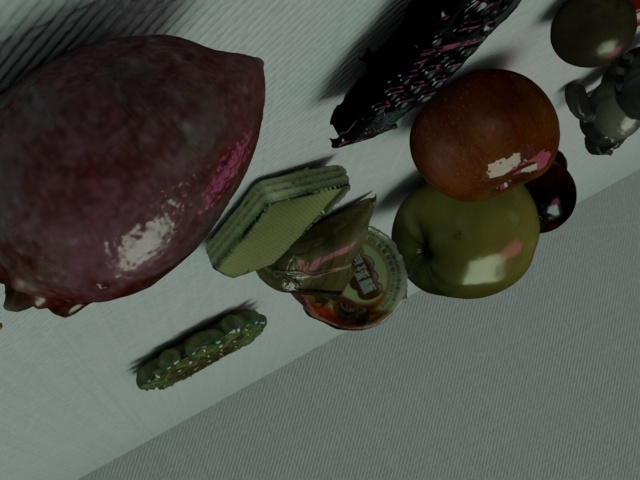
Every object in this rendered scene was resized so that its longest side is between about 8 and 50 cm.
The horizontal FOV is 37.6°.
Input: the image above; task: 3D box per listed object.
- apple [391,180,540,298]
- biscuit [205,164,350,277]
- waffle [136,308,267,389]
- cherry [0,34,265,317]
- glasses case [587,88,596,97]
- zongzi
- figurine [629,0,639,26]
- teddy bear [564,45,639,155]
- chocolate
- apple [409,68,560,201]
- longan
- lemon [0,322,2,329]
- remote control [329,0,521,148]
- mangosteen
[{"bbox_3d":[0.260,-0.011,1.693,0.262,0.262,0.262,-29,168,-7],"label":"apple"},{"bbox_3d":[-0.074,-0.021,1.311,0.150,0.052,0.252,-17,161,-37],"label":"biscuit"},{"bbox_3d":[-0.242,0.227,1.930,0.292,0.056,0.309,-29,169,-8],"label":"waffle"},{"bbox_3d":[-0.142,-0.057,0.684,0.250,0.175,0.192,-34,177,10],"label":"cherry"},{"bbox_3d":[0.538,-0.277,1.791,0.083,0.032,0.021,-28,171,-17],"label":"glasses case"},{"bbox_3d":[0.000,0.000,1.536,0.194,0.099,0.197,7,116,-54],"label":"zongzi"},{"bbox_3d":[0.438,-0.324,1.257,0.140,0.068,0.075,-28,171,-21],"label":"figurine"},{"bbox_3d":[0.523,-0.258,1.635,0.171,0.144,0.251,22,154,-32],"label":"teddy bear"},{"bbox_3d":[0.055,0.055,1.703,0.221,0.221,0.147,-32,-174,9],"label":"chocolate"},{"bbox_3d":[0.227,-0.137,1.288,0.201,0.162,0.201,-31,170,-6],"label":"apple"},{"bbox_3d":[0.345,-0.269,1.200,0.106,0.106,0.119,-30,-170,-2],"label":"longan"},{"bbox_3d":[-0.397,0.112,1.044,0.092,0.065,0.065,-26,168,-11],"label":"lemon"},{"bbox_3d":[0.135,-0.228,0.924,0.145,0.062,0.399,-22,164,-38],"label":"remote control"},{"bbox_3d":[0.480,-0.111,2.066,0.200,0.199,0.200,-29,168,-7],"label":"mangosteen"}]
